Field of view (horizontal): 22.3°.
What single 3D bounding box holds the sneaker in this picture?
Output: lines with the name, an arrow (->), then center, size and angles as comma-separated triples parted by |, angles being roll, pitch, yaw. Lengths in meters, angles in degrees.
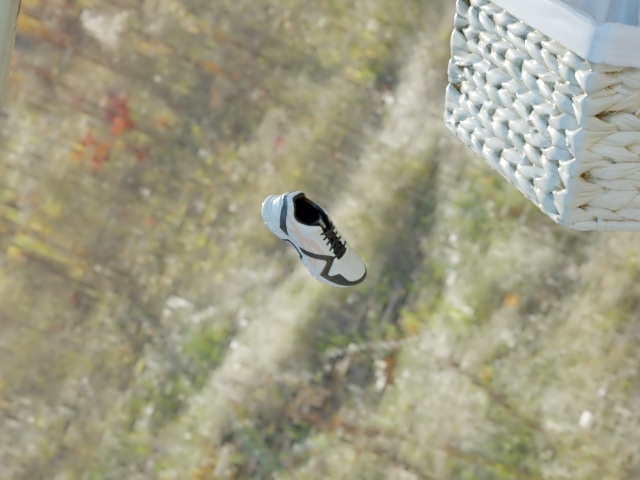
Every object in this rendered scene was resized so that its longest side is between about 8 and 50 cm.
sneaker -> 0.000, 0.000, 1.356 | 0.043, 0.109, 0.040 | -22, 33, 52

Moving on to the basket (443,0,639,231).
basket -> 0.141, -0.079, 0.809 | 0.167, 0.113, 0.103 | -127, 41, -59

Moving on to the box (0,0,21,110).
box -> -0.197, -0.194, 0.724 | 0.127, 0.148, 0.232 | -109, 31, -57
